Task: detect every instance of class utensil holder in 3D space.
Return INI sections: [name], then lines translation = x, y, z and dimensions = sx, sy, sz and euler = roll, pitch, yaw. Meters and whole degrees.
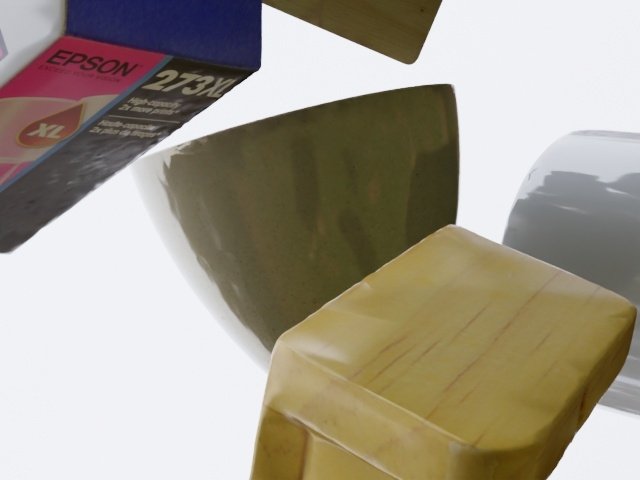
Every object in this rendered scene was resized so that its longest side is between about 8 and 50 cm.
[utensil holder]
translation = 0.422, 0.049, 1.522
dimensions = 0.327, 0.385, 0.328
euler = -16, -69, -48

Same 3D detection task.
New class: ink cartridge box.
[ink cartridge box]
translation = -0.173, -0.097, 0.972
dimensions = 0.371, 0.069, 0.175
euler = -35, -23, 33

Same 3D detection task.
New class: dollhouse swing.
[dollhouse swing]
translation = 0.121, 0.219, 0.648
dimensions = 0.315, 0.305, 0.347
euler = -30, -48, -63

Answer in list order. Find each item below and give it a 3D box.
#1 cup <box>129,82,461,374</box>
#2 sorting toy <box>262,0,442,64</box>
[cup]
translation = 0.000, 0.000, 1.450
dimensions = 0.331, 0.331, 0.237
euler = -13, -91, -42
[sorting toy]
translation = 0.012, -0.327, 1.343
dimensions = 0.257, 0.089, 0.255
euler = 20, -83, -27
